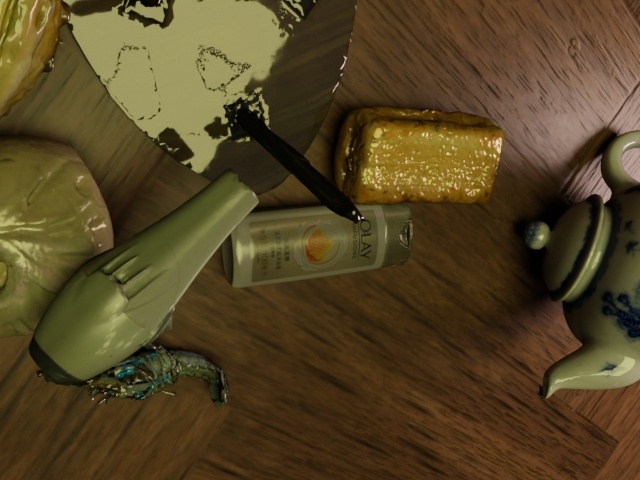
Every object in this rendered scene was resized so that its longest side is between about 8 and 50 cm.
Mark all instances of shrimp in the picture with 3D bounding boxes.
[{"bbox_3d":[-0.188,0.153,0.672,0.174,0.076,0.082,11,142,-32],"label":"shrimp"}]

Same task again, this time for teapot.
[{"bbox_3d":[0.414,0.034,0.820,0.279,0.252,0.424,21,76,7],"label":"teapot"}]

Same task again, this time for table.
[{"bbox_3d":[-0.040,-0.162,0.517,0.317,0.249,0.318,-8,110,-23],"label":"table"}]

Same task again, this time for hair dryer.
[{"bbox_3d":[-0.132,0.028,0.553,0.088,0.225,0.219,45,99,9],"label":"hair dryer"}]

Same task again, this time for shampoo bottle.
[{"bbox_3d":[0.000,0.000,0.701,0.227,0.056,0.086,-6,105,-23],"label":"shampoo bottle"}]

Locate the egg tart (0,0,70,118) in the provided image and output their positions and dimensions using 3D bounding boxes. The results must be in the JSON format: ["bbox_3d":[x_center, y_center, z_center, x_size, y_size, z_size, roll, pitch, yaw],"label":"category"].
[{"bbox_3d":[-0.303,-0.191,0.411,0.345,0.132,0.346,2,97,17],"label":"egg tart"}]

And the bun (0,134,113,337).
[{"bbox_3d":[-0.286,0.003,0.529,0.193,0.128,0.179,-13,113,-18],"label":"bun"}]

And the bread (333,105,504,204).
[{"bbox_3d":[0.118,-0.099,0.708,0.210,0.083,0.114,0,110,-25],"label":"bread"}]
